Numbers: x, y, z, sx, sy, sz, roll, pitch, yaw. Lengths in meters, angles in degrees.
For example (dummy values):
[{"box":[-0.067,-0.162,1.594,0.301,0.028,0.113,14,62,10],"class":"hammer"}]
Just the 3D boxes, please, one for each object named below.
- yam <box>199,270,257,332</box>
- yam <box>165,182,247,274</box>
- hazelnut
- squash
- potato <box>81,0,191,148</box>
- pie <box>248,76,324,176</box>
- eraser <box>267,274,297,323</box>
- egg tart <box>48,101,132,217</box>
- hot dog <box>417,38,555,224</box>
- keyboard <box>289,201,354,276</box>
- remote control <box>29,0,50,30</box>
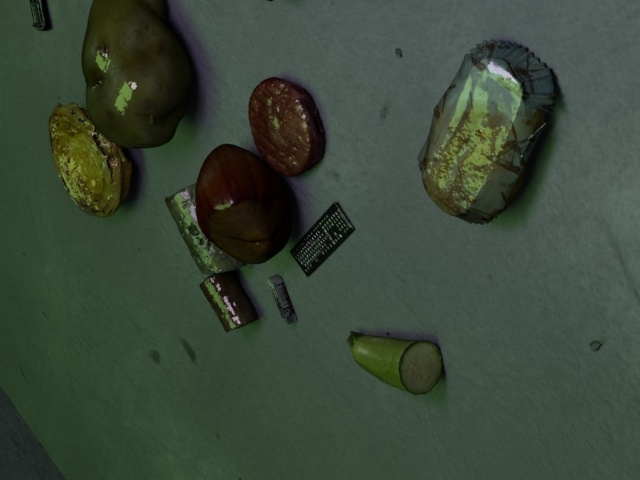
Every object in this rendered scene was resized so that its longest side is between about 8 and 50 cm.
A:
[{"box":[-0.190,0.124,2.154,0.084,0.084,0.127,-38,78,53],"class":"yam"},{"box":[-0.226,-0.019,2.101,0.107,0.107,0.194,-27,88,54],"class":"yam"},{"box":[-0.141,-0.072,1.912,0.181,0.181,0.212,10,142,18],"class":"hazelnut"},{"box":[0.111,0.196,1.825,0.224,0.094,0.094,15,121,57],"class":"squash"},{"box":[-0.361,-0.348,2.019,0.218,0.202,0.351,140,117,-64],"class":"potato"},{"box":[-0.065,-0.199,1.842,0.182,0.050,0.182,31,133,40],"class":"pie"},{"box":[-0.075,0.116,2.049,0.019,0.027,0.099,-11,101,55],"class":"eraser"},{"box":[-0.513,-0.192,2.370,0.291,0.107,0.290,27,132,35],"class":"egg tart"},{"box":[0.231,-0.149,1.473,0.163,0.082,0.270,37,128,22],"class":"hot dog"},{"box":[0.000,0.000,1.904,0.063,0.010,0.198,56,143,10],"class":"keyboard"},{"box":[-0.655,-0.584,2.390,0.059,0.028,0.212,19,123,47],"class":"remote control"}]
